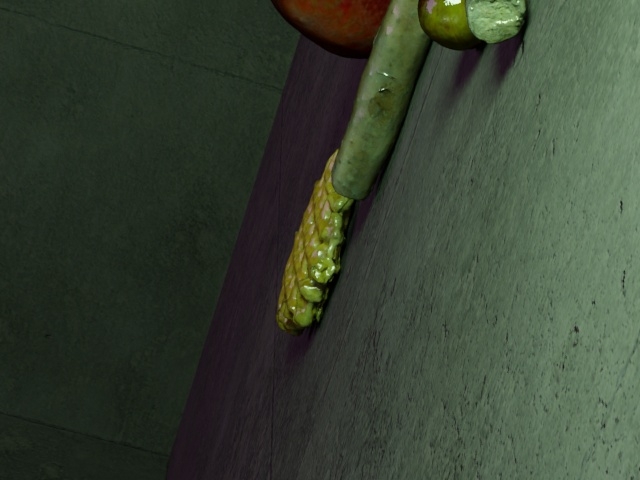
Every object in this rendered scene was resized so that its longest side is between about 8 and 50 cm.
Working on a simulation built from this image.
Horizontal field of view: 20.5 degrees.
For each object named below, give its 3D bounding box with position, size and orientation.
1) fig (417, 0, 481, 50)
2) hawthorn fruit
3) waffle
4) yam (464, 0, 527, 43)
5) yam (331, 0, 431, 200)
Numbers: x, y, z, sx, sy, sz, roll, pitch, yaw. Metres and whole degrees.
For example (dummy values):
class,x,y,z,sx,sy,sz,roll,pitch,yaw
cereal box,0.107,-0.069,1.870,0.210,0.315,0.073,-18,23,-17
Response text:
class,x,y,z,sx,sy,sz,roll,pitch,yaw
fig,0.138,-0.219,1.738,0.084,0.082,0.098,-112,-5,-56
hawthorn fruit,0.017,-0.329,2.179,0.208,0.248,0.208,-13,75,60
waffle,-0.002,-0.001,2.416,0.291,0.051,0.291,-163,90,-81
yam,0.160,-0.258,1.653,0.253,0.061,0.061,-84,12,-59
yam,0.082,-0.191,2.101,0.071,0.067,0.317,-16,-46,-47
